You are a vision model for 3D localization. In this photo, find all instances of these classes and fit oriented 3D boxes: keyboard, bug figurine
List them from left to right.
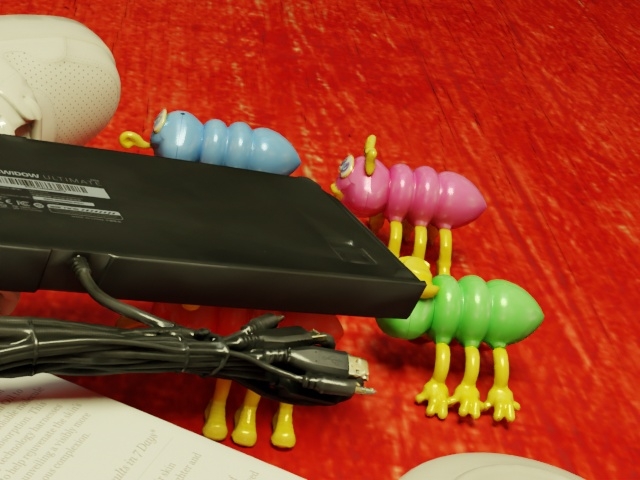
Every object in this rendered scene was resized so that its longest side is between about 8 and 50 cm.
[{"bbox_3d":[-0.099,0.007,0.489,0.317,0.033,0.201,5,23,-29],"label":"keyboard"},{"bbox_3d":[0.000,0.000,0.690,0.216,0.072,0.279,8,27,-13],"label":"bug figurine"}]

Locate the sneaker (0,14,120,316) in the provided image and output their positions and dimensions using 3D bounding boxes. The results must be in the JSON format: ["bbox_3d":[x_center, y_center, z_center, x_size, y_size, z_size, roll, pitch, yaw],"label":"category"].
[{"bbox_3d":[-0.175,-0.013,0.611,0.169,0.108,0.292,34,42,28],"label":"sneaker"}]

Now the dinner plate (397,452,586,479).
[{"bbox_3d":[0.095,0.131,0.550,0.141,0.017,0.141,12,28,-7],"label":"dinner plate"}]

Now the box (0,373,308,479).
[{"bbox_3d":[-0.083,0.121,0.399,0.170,0.091,0.130,21,28,12],"label":"box"}]
